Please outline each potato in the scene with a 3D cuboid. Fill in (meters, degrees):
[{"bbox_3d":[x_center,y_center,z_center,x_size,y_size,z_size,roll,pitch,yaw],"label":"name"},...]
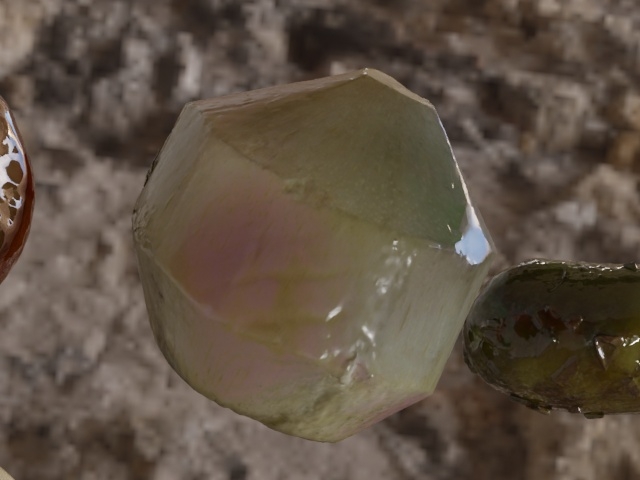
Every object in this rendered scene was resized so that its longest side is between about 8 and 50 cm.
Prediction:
[{"bbox_3d":[0.277,0.093,1.792,0.176,0.298,0.141,99,-4,-75],"label":"potato"}]

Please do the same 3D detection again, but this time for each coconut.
[{"bbox_3d":[0.000,0.000,1.345,0.259,0.259,0.259,-174,-90,-86],"label":"coconut"}]

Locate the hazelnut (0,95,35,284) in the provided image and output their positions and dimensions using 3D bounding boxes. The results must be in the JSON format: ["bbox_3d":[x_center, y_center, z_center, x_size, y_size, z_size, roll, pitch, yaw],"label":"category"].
[{"bbox_3d":[-0.268,-0.012,1.106,0.214,0.214,0.176,105,-32,-66],"label":"hazelnut"}]

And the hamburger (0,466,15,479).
[{"bbox_3d":[-0.390,0.325,1.831,0.176,0.300,0.300,-41,142,-63],"label":"hamburger"}]
